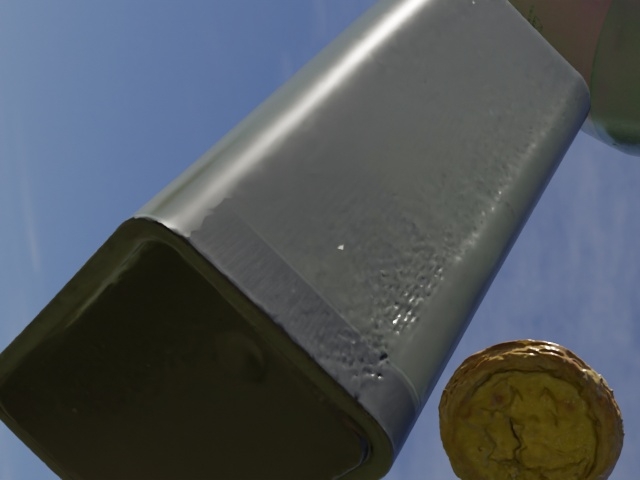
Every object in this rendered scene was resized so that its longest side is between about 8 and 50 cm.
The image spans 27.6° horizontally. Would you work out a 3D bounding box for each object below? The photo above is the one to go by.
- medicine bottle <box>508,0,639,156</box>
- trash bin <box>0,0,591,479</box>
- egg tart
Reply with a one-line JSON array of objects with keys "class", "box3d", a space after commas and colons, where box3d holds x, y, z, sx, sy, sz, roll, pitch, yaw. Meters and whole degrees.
[{"class": "medicine bottle", "box3d": [0.301, -0.179, 1.055, 0.290, 0.245, 0.245, 33, -52, 34]}, {"class": "trash bin", "box3d": [0.000, 0.000, 0.546, 0.122, 0.240, 0.164, 44, -43, -4]}, {"class": "egg tart", "box3d": [0.213, 0.184, 1.329, 0.074, 0.191, 0.191, -60, 152, -73]}]
